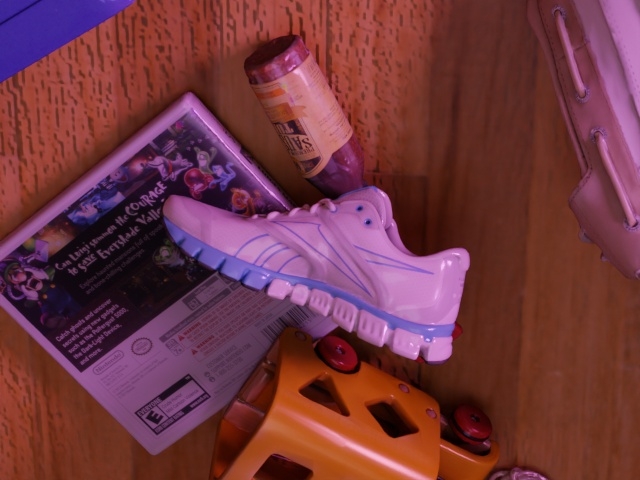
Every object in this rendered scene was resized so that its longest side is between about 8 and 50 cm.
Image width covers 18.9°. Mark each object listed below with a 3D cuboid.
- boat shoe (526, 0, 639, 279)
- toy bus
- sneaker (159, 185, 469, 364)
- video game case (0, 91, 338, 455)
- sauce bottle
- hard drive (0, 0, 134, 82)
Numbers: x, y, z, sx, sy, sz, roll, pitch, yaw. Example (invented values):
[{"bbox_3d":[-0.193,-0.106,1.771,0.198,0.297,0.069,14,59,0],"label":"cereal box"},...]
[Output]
[{"bbox_3d":[0.197,-0.030,1.077,0.103,0.113,0.302,-10,94,33],"label":"boat shoe"},{"bbox_3d":[0.031,0.146,1.186,0.202,0.104,0.191,-11,121,12],"label":"toy bus"},{"bbox_3d":[0.000,0.000,1.122,0.191,0.071,0.083,21,98,8],"label":"sneaker"},{"bbox_3d":[-0.093,0.025,1.197,0.190,0.022,0.173,-36,108,22],"label":"video game case"},{"bbox_3d":[0.000,-0.059,1.133,0.042,0.042,0.128,-23,112,17],"label":"sauce bottle"},{"bbox_3d":[-0.276,-0.219,1.084,0.210,0.040,0.318,-28,111,19],"label":"hard drive"}]
